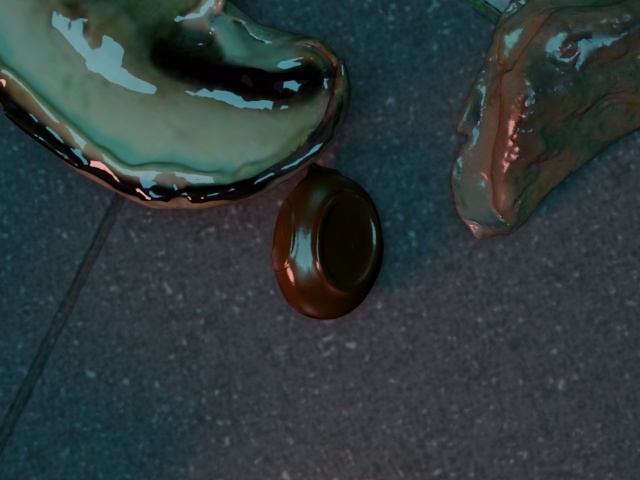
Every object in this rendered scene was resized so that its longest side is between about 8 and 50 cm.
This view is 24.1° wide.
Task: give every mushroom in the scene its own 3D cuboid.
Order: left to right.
[{"bbox_3d":[-0.140,-0.156,1.196,0.344,0.130,0.247,26,75,2],"label":"mushroom"}]

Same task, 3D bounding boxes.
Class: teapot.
[{"bbox_3d":[0.000,0.000,1.209,0.098,0.078,0.129,12,78,-36],"label":"teapot"}]

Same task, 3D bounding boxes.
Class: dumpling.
[{"bbox_3d":[0.222,-0.151,1.188,0.332,0.086,0.166,-36,90,-2],"label":"dumpling"}]
